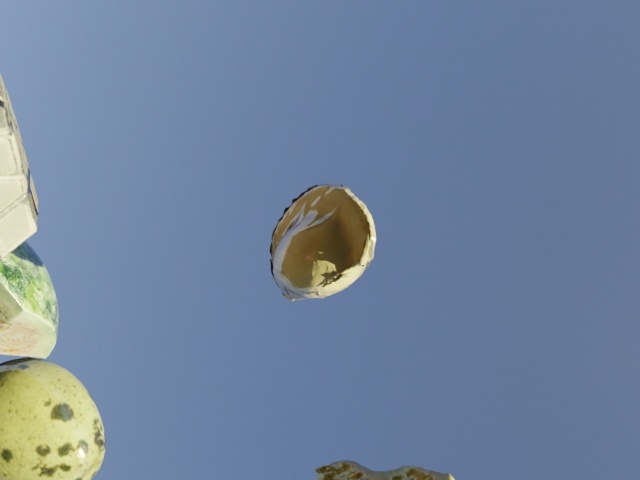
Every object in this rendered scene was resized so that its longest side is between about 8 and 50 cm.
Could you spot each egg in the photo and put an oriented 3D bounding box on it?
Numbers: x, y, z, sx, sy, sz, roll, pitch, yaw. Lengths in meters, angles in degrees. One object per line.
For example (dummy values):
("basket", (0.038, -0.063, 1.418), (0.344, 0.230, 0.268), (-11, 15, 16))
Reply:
("egg", (-0.411, 0.271, 0.961), (0.228, 0.177, 0.177), (30, -86, 14))

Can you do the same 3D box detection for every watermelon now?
("watermelon", (-0.607, 0.120, 1.251), (0.214, 0.289, 0.320), (-33, -141, -25))

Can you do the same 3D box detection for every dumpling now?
("dumpling", (0.000, 0.000, 1.020), (0.247, 0.142, 0.172), (-26, -105, 46))

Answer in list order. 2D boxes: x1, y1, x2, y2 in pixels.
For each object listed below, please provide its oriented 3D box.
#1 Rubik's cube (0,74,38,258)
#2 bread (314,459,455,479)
("Rubik's cube", (-0.456, -0.073, 0.704), (0.319, 0.319, 0.264), (-4, -116, 26))
("bread", (0.117, 0.472, 1.077), (0.252, 0.196, 0.238), (-10, -99, 15))
